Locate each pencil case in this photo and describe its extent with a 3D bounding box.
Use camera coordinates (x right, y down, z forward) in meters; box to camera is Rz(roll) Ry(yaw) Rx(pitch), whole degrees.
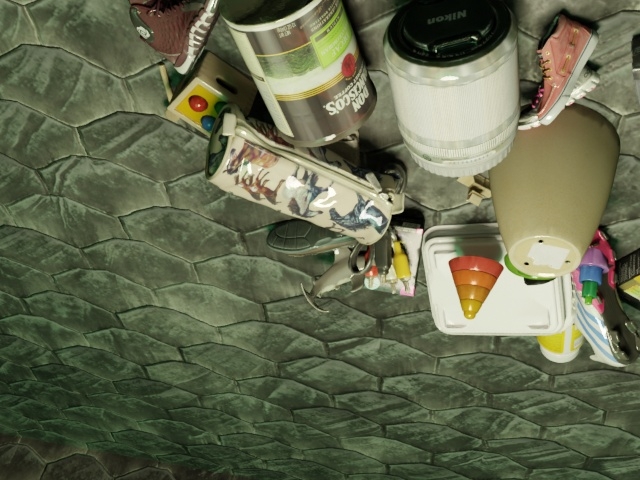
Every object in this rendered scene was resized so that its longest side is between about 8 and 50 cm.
[{"bbox_3d":[-0.038,-0.130,1.666,0.410,0.160,0.183,21,148,-23],"label":"pencil case"}]

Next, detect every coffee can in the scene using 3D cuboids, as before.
[{"bbox_3d":[-0.033,-0.331,1.472,0.201,0.202,0.275,-2,141,23],"label":"coffee can"}]

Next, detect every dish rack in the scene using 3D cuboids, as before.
[{"bbox_3d":[0.395,0.102,1.910,0.332,0.072,0.286,-2,114,24],"label":"dish rack"}]

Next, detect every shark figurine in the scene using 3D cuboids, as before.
[{"bbox_3d":[0.039,0.069,2.034,0.166,0.278,0.116,11,121,57],"label":"shark figurine"}]

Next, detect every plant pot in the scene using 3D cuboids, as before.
[{"bbox_3d":[0.432,-0.077,1.583,0.256,0.274,0.257,10,143,7],"label":"plant pot"}]

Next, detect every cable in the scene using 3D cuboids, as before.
[{"bbox_3d":[0.134,-0.027,1.829,0.139,0.287,0.072,4,-176,29],"label":"cable"}]

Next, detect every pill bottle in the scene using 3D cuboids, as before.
[{"bbox_3d":[0.584,0.203,2.036,0.119,0.119,0.209,3,142,16],"label":"pill bottle"}]

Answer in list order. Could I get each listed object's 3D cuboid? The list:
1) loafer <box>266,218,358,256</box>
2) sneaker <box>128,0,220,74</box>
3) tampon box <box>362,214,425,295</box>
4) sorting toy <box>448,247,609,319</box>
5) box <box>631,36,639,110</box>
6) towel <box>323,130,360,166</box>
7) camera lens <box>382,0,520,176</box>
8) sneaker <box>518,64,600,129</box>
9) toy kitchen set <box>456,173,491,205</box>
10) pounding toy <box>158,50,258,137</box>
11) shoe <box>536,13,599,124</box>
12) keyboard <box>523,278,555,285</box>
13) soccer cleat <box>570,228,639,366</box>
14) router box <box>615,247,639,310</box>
[{"bbox_3d":[0.000,0.000,2.004,0.267,0.096,0.084,-9,144,26],"label":"loafer"},{"bbox_3d":[-0.266,-0.428,1.515,0.162,0.106,0.281,29,141,-10],"label":"sneaker"},{"bbox_3d":[0.168,0.030,1.905,0.120,0.101,0.161,8,106,8],"label":"tampon box"},{"bbox_3d":[0.412,0.097,1.710,0.127,0.126,0.365,25,158,-39],"label":"sorting toy"},{"bbox_3d":[0.733,-0.205,1.454,0.318,0.097,0.395,-8,139,26],"label":"box"},{"bbox_3d":[0.001,-0.147,1.839,0.187,0.049,0.282,6,144,13],"label":"towel"},{"bbox_3d":[0.230,-0.272,1.439,0.219,0.219,0.274,2,142,17],"label":"camera lens"},{"bbox_3d":[0.410,-0.267,1.504,0.170,0.063,0.075,-35,107,28],"label":"sneaker"},{"bbox_3d":[0.335,-0.122,1.732,0.083,0.068,0.075,26,143,-15],"label":"toy kitchen set"},{"bbox_3d":[-0.263,-0.284,1.712,0.181,0.094,0.206,32,140,-23],"label":"pounding toy"},{"bbox_3d":[0.395,-0.291,1.423,0.081,0.178,0.063,26,-174,-8],"label":"shoe"},{"bbox_3d":[0.469,-0.003,1.788,0.100,0.192,0.038,-10,-178,36],"label":"keyboard"},{"bbox_3d":[0.591,0.124,1.839,0.143,0.116,0.331,-13,98,64],"label":"soccer cleat"},{"bbox_3d":[0.832,0.102,1.841,0.308,0.081,0.243,27,143,-15],"label":"router box"}]
